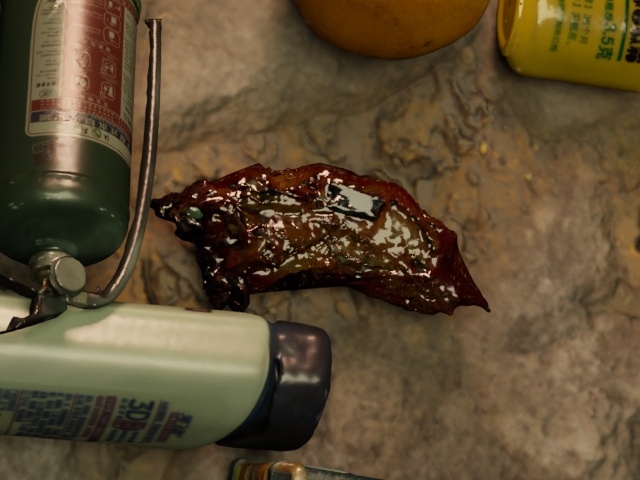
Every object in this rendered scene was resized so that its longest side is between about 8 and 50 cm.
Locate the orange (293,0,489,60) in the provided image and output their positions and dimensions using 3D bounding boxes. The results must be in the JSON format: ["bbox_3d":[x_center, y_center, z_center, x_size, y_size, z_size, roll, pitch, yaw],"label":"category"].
[{"bbox_3d":[0.047,-0.191,1.334,0.154,0.134,0.155,3,61,-5],"label":"orange"}]

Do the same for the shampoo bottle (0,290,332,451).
[{"bbox_3d":[-0.180,0.083,1.237,0.359,0.134,0.078,6,60,-15],"label":"shampoo bottle"}]

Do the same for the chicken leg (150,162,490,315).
[{"bbox_3d":[0.000,0.000,1.327,0.234,0.063,0.105,1,88,-15],"label":"chicken leg"}]

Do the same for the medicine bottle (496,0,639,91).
[{"bbox_3d":[0.254,-0.146,1.407,0.260,0.064,0.095,7,82,-14],"label":"medicine bottle"}]

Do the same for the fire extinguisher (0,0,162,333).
[{"bbox_3d":[-0.157,-0.062,1.225,0.118,0.093,0.294,19,54,-31],"label":"fire extinguisher"}]

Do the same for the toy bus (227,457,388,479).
[{"bbox_3d":[0.079,0.221,1.267,0.275,0.167,0.138,11,80,-13],"label":"toy bus"}]
